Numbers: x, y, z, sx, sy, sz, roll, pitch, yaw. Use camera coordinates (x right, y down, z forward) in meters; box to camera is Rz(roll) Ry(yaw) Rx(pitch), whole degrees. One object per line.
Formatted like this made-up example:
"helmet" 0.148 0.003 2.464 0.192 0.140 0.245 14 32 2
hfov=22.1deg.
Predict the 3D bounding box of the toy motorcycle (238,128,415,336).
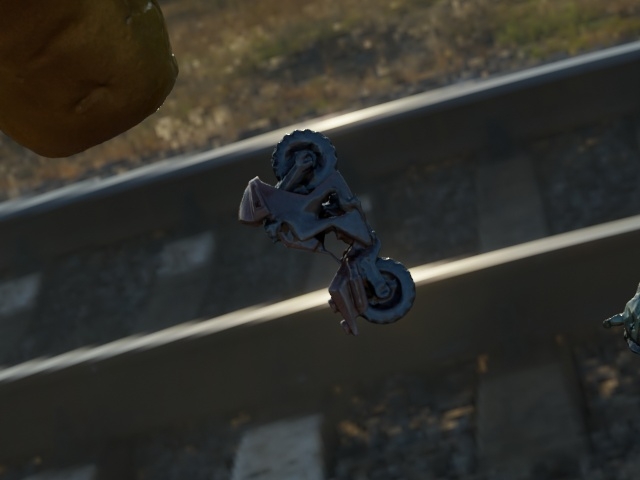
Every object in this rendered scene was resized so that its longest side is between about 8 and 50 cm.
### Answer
"toy motorcycle" 0.000 0.000 1.601 0.118 0.212 0.084 -31 -5 -4

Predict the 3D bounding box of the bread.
"bread" -0.255 -0.237 1.420 0.195 0.344 0.149 -33 42 -9

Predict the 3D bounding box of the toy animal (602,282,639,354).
"toy animal" 0.409 0.122 1.742 0.073 0.217 0.176 -24 -17 -35
